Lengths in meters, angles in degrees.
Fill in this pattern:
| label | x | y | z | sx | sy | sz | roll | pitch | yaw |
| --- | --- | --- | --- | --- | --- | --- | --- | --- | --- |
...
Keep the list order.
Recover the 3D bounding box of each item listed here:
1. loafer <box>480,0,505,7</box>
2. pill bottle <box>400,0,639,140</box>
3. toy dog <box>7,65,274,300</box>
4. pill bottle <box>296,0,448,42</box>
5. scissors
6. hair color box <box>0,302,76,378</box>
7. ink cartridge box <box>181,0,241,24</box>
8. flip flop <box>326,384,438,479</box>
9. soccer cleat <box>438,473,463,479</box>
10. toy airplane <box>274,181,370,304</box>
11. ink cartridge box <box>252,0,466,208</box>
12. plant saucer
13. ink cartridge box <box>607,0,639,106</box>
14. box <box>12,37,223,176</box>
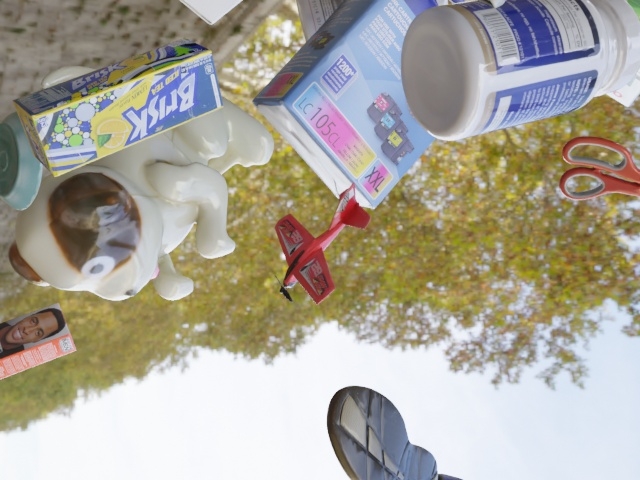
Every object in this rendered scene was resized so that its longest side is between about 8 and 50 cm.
| label | x | y | z | sx | sy | sz | roll | pitch | yaw |
| --- | --- | --- | --- | --- | --- | --- | --- | --- | --- |
| loafer | 0.075 | -0.336 | 0.811 | 0.319 | 0.112 | 0.111 | 28 | -88 | 28 |
| pill bottle | 0.242 | -0.216 | 0.907 | 0.153 | 0.264 | 0.153 | 46 | -36 | 49 |
| toy dog | -0.298 | -0.084 | 1.181 | 0.284 | 0.395 | 0.408 | -26 | -153 | 31 |
| pill bottle | 0.101 | -0.466 | 1.519 | 0.161 | 0.283 | 0.161 | -15 | 90 | -90 |
| scissors | 0.509 | -0.085 | 1.156 | 0.021 | 0.297 | 0.109 | -67 | 169 | -57 |
| hair color box | -0.438 | 0.150 | 1.106 | 0.072 | 0.141 | 0.043 | 51 | -27 | 40 |
| ink cartridge box | -0.092 | -0.390 | 0.782 | 0.197 | 0.114 | 0.273 | -30 | -130 | 26 |
| flip flop | 0.073 | 0.275 | 0.964 | 0.080 | 0.277 | 0.112 | -1 | -122 | 33 |
| soccer cleat | 0.152 | 0.481 | 1.186 | 0.289 | 0.121 | 0.093 | -61 | -163 | 26 |
| toy airplane | 0.000 | 0.000 | 0.817 | 0.151 | 0.028 | 0.151 | -29 | -131 | 40 |
| ink cartridge box | 0.111 | -0.294 | 1.361 | 0.395 | 0.270 | 0.151 | -50 | -152 | -12 |
| plant saucer | -0.368 | -0.095 | 0.904 | 0.119 | 0.021 | 0.119 | 3 | -86 | 43 |
| ink cartridge box | 0.531 | -0.386 | 1.339 | 0.211 | 0.121 | 0.289 | 37 | -9 | 12 |
| box | -0.174 | -0.121 | 0.670 | 0.054 | 0.169 | 0.059 | 35 | -36 | 44 |
